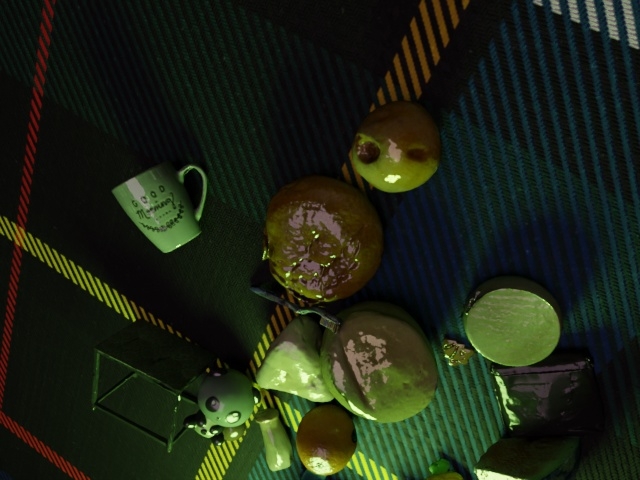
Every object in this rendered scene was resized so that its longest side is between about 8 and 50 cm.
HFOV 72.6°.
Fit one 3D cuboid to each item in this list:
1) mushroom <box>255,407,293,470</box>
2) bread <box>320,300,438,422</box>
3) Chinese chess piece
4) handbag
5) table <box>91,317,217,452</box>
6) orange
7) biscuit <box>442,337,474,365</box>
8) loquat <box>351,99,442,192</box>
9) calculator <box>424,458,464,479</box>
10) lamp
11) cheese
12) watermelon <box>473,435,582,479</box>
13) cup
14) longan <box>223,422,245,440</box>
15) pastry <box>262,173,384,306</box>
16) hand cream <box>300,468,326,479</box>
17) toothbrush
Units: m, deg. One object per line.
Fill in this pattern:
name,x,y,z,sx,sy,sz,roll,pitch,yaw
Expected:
mushroom,-0.151,0.690,1.488,0.096,0.108,0.247,-17,107,-17
bread,0.149,0.321,1.175,0.320,0.237,0.321,0,101,-2
Chinese chess piece,0.472,0.195,1.084,0.237,0.092,0.238,7,111,19
handbag,0.581,0.397,1.118,0.246,0.080,0.223,-14,102,23
table,-0.577,0.490,1.511,0.335,0.222,0.272,21,112,14
orange,0.018,0.609,1.338,0.206,0.206,0.206,7,110,19
biscuit,0.373,0.304,1.202,0.082,0.016,0.092,-39,93,27
loquat,0.176,-0.207,1.004,0.213,0.213,0.213,7,110,19
calculator,0.375,0.779,1.300,0.146,0.032,0.235,-8,83,-9
lamp,-0.327,0.543,1.444,0.197,0.198,0.244,37,98,6
cheese,-0.048,0.344,1.286,0.251,0.173,0.248,21,123,14
watermelon,0.543,0.595,1.142,0.201,0.213,0.262,37,130,36
cup,-0.438,-0.113,1.298,0.258,0.186,0.234,-30,105,-1
longan,-0.315,0.648,1.537,0.113,0.092,0.113,8,103,40
pastry,0.000,0.000,1.160,0.356,0.164,0.356,6,107,20
hand cream,-0.007,0.792,1.501,0.083,0.048,0.224,27,121,11
toothbrush,-0.084,0.180,1.226,0.413,0.035,0.042,13,81,48
